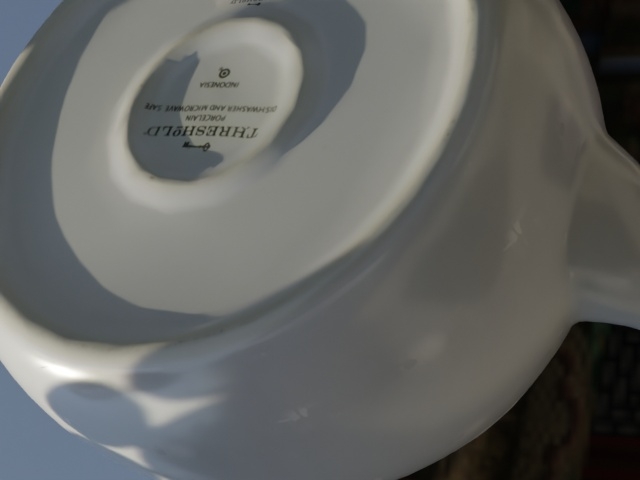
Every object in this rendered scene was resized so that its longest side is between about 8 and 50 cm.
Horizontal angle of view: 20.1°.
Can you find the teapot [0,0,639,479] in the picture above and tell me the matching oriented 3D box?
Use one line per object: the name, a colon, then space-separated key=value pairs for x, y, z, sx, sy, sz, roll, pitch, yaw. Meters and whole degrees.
teapot: x=0.000 y=0.000 z=0.686 sx=0.187 sy=0.252 sz=0.256 roll=49 pitch=-175 yaw=-47
